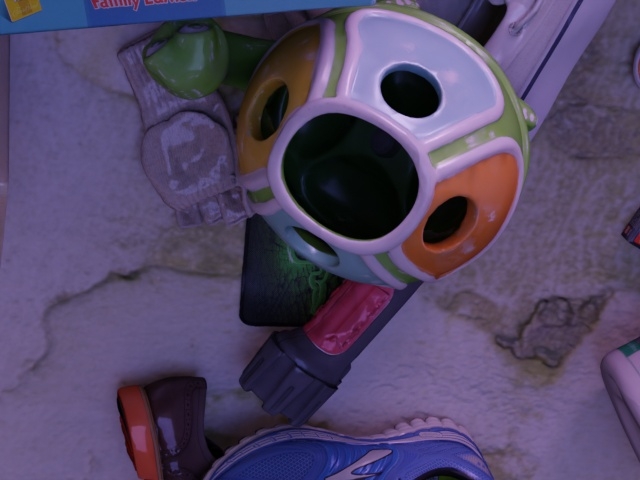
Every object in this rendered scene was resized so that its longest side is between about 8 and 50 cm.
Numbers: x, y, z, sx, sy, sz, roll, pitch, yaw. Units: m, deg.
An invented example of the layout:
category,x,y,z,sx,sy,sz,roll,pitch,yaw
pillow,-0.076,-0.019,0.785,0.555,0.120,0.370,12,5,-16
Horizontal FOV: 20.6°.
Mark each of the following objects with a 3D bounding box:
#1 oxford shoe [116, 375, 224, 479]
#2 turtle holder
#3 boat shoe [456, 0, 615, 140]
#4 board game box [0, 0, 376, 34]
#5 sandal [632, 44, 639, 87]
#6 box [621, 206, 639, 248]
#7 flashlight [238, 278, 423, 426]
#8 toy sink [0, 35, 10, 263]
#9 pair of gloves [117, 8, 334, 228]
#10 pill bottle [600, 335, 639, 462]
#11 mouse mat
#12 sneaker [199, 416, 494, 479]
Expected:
category,x,y,z,sx,sy,sz,roll,pitch,yaw
oxford shoe,-0.130,0.264,1.777,0.098,0.097,0.271,-15,114,-12
turtle holder,0.029,-0.103,1.518,0.243,0.227,0.320,-32,94,19
boat shoe,0.180,-0.249,1.619,0.156,0.136,0.367,21,116,-15
board game box,-0.116,-0.249,1.436,0.336,0.254,0.079,-4,113,7
sandal,0.438,-0.148,1.731,0.265,0.076,0.102,4,111,-13
box,0.383,-0.036,1.792,0.094,0.027,0.137,28,104,-19
flashlight,0.040,0.044,1.711,0.103,0.103,0.304,43,101,5
toy sink,-0.353,-0.097,1.548,0.152,0.234,0.131,2,141,-13
pair of gloves,-0.056,-0.118,1.659,0.240,0.042,0.204,-15,112,-5
pill bottle,0.485,0.129,1.783,0.361,0.204,0.204,-27,114,1
mouse mat,0.000,0.000,1.742,0.152,0.007,0.190,1,111,-12
sneaker,0.032,0.258,1.751,0.330,0.147,0.130,-8,112,-20
